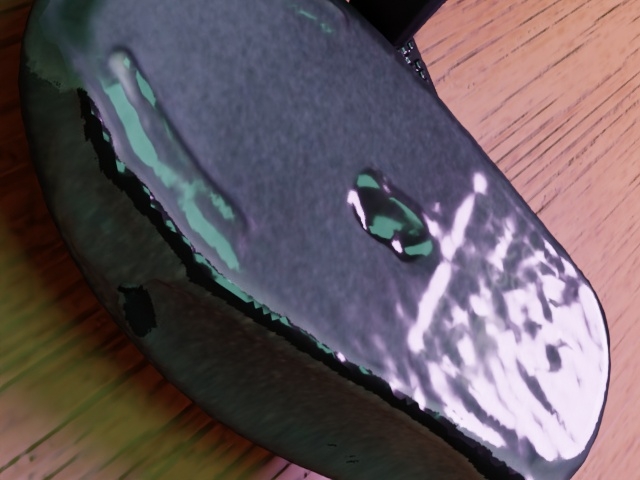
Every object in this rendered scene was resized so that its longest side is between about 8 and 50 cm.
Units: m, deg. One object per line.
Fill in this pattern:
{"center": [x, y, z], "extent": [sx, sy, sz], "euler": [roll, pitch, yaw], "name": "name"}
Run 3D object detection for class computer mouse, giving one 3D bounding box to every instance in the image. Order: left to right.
{"center": [-0.003, 0.002, 0.583], "extent": [0.374, 0.114, 0.203], "euler": [43, 54, -23], "name": "computer mouse"}

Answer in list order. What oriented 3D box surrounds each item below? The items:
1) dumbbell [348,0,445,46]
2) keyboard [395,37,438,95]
{"center": [0.003, -0.193, 0.590], "extent": [0.191, 0.100, 0.100], "euler": [43, 47, -2], "name": "dumbbell"}
{"center": [0.074, -0.054, 0.763], "extent": [0.053, 0.010, 0.155], "euler": [-41, 112, -47], "name": "keyboard"}
